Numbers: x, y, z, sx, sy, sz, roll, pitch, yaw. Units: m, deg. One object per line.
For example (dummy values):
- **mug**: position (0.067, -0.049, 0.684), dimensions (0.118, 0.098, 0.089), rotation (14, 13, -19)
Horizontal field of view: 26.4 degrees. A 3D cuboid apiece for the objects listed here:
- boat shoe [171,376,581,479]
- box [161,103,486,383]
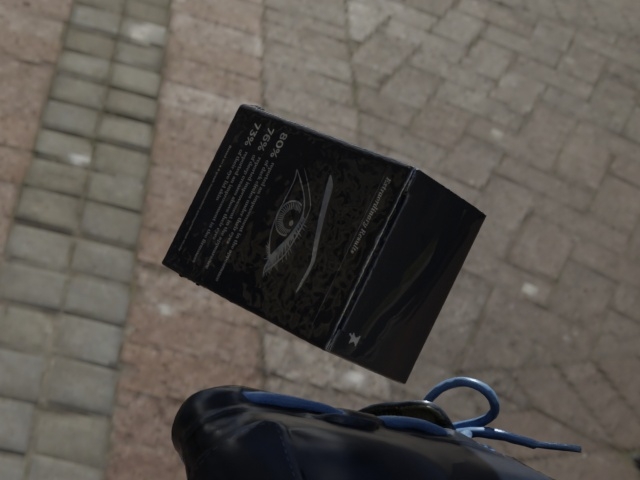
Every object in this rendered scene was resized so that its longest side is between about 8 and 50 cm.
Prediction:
- **boat shoe**: position (0.038, 0.094, 0.519), dimensions (0.089, 0.109, 0.258), rotation (51, 6, 29)
- **box**: position (0.000, 0.000, 1.078), dimensions (0.207, 0.153, 0.108), rotation (26, -2, 42)
